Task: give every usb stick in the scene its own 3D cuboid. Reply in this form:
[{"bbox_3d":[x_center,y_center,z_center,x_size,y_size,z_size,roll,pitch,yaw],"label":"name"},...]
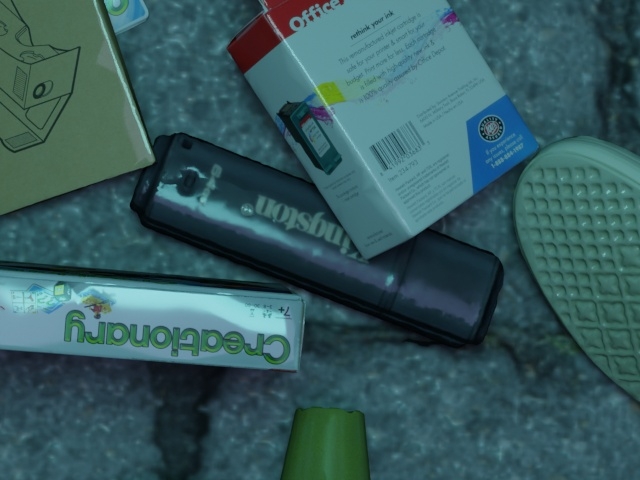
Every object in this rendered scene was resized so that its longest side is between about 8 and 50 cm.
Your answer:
[{"bbox_3d":[0.000,0.000,1.119,0.278,0.045,0.077,21,86,-4],"label":"usb stick"}]

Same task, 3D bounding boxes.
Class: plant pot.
[{"bbox_3d":[0.004,0.162,1.113,0.083,0.083,0.079,4,79,-5],"label":"plant pot"}]

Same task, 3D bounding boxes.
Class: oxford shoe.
[{"bbox_3d":[0.334,0.075,1.117,0.449,0.169,0.130,36,47,3],"label":"oxford shoe"}]

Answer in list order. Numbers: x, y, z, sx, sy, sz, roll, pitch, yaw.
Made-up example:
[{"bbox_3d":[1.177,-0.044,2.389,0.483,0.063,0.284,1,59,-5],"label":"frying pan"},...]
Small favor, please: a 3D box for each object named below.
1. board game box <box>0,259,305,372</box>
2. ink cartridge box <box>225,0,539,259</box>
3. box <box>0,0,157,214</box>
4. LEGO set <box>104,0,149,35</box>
[{"bbox_3d":[-0.169,0.045,1.033,0.305,0.193,0.053,5,90,-4],"label":"board game box"},{"bbox_3d":[0.032,-0.121,1.082,0.134,0.078,0.231,-34,92,-28],"label":"ink cartridge box"},{"bbox_3d":[-0.223,-0.125,1.091,0.164,0.021,0.201,-18,91,9],"label":"box"},{"bbox_3d":[-0.119,-0.261,1.100,0.244,0.060,0.182,-26,97,-4],"label":"LEGO set"}]
